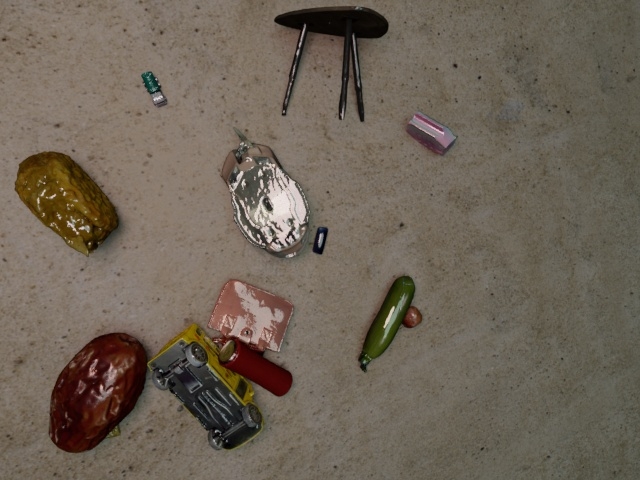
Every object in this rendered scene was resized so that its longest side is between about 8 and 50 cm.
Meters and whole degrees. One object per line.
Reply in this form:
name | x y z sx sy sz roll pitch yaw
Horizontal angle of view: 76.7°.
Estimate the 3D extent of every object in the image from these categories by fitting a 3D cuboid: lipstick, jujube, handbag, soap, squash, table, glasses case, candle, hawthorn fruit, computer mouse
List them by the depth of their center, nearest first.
jujube | -0.547 0.371 1.003 0.197 0.197 0.291 26 89 -15
table | 0.017 -0.464 1.111 0.316 0.317 0.250 0 107 -15
lipstick | -0.174 0.354 1.116 0.080 0.080 0.241 -49 127 -8
computer mouse | -0.158 -0.129 1.123 0.199 0.115 0.390 -27 89 -2
handbag | -0.193 0.215 1.137 0.212 0.059 0.158 25 70 -15
candle | -0.236 0.298 1.161 0.161 0.048 0.053 16 59 -17
glasses case | 0.000 0.000 1.215 0.033 0.023 0.084 14 89 -18
soap | 0.344 -0.327 1.252 0.149 0.100 0.056 35 89 11
squash | 0.204 0.258 1.256 0.087 0.087 0.332 30 87 -15
hawthorn fruit | 0.278 0.258 1.286 0.066 0.066 0.103 43 84 -13

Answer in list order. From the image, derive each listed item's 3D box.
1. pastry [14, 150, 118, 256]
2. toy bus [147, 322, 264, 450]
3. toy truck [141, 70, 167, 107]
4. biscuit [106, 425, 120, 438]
pastry | -0.581 -0.095 0.943 0.132 0.235 0.240 -45 112 -13
toy bus | -0.291 0.393 1.085 0.144 0.152 0.330 -36 100 10
toy truck | -0.438 -0.397 1.063 0.039 0.044 0.084 -25 99 -10
biscuit | -0.586 0.495 1.083 0.083 0.018 0.082 -10 96 -14
